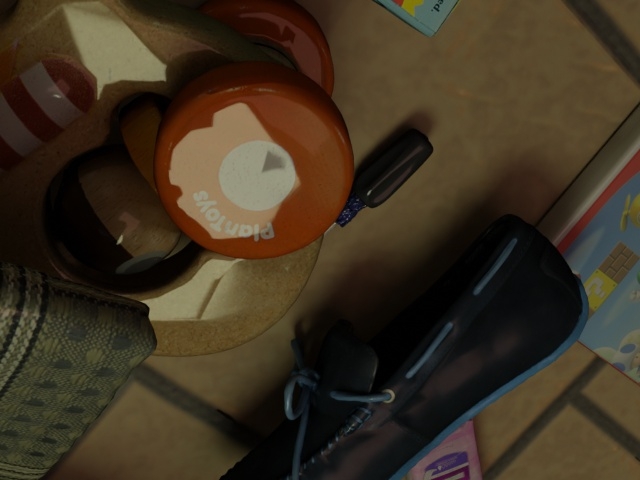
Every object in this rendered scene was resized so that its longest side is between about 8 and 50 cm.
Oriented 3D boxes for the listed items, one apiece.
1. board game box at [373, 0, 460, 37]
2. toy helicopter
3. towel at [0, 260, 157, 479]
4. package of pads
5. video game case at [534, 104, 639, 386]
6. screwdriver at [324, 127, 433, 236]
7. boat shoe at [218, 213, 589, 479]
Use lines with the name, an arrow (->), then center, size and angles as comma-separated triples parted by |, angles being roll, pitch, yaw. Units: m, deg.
board game box -> -0.040, -0.225, 0.397 | 0.275, 0.144, 0.142 | 30, 102, -30
toy helicopter -> -0.170, -0.039, 0.475 | 0.355, 0.140, 0.235 | 21, 116, -16
towel -> -0.269, 0.063, 0.433 | 0.312, 0.056, 0.324 | 16, 142, -28
package of pads -> 0.081, 0.150, 0.690 | 0.050, 0.032, 0.083 | -17, 120, -8
video game case -> 0.278, 0.018, 0.699 | 0.285, 0.025, 0.204 | 34, 101, -29
screwdriver -> 0.000, 0.000, 0.592 | 0.170, 0.025, 0.024 | -46, 121, 5
boat shoe -> 0.029, 0.078, 0.604 | 0.258, 0.109, 0.089 | -38, 109, -8
